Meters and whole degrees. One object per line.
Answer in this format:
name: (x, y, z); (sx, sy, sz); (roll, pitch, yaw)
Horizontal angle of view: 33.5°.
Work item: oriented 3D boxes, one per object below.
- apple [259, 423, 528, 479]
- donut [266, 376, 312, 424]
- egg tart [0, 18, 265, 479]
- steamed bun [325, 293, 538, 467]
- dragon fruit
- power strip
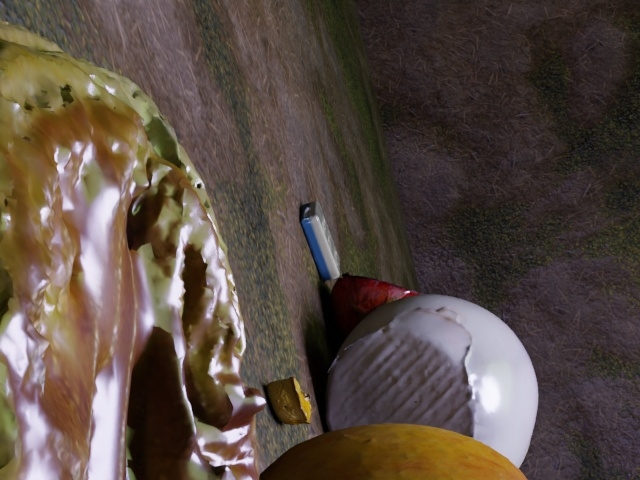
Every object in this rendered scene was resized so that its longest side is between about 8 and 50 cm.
apple: (0.055, 0.297, 0.862); (0.299, 0.275, 0.299); (-13, 90, -86)
donut: (-0.034, 0.180, 1.211); (0.083, 0.037, 0.067); (-76, 148, -81)
egg tart: (-0.128, 0.084, 0.460); (0.339, 0.153, 0.352); (-71, 146, -72)
steamed bun: (0.171, 0.219, 1.489); (0.309, 0.309, 0.310); (-15, 90, -81)
dragon fruit: (0.105, 0.157, 1.671); (0.218, 0.223, 0.148); (71, 39, -72)
power strip: (0.000, 0.000, 1.695); (0.056, 0.032, 0.123); (-89, 162, -62)
